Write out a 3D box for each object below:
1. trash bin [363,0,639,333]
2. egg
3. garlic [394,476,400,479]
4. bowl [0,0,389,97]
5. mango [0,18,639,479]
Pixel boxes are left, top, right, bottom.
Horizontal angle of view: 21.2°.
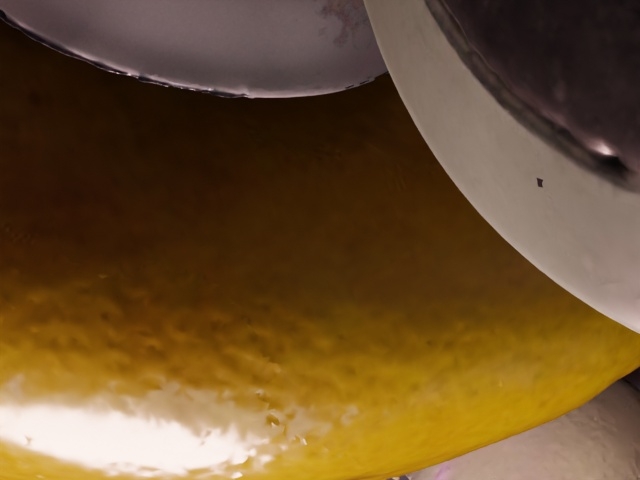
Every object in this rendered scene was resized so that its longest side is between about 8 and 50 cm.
[{"bbox_3d":[0.204,-0.078,0.455,0.280,0.280,0.432,-3,167,33],"label":"trash bin"},{"bbox_3d":[0.252,0.224,1.794,0.337,0.201,0.337,26,-178,-1],"label":"egg"},{"bbox_3d":[0.034,0.012,0.982,0.237,0.292,0.210,31,-159,9],"label":"garlic"},{"bbox_3d":[-0.042,-0.138,0.627,0.189,0.189,0.086,9,124,-12],"label":"bowl"},{"bbox_3d":[-0.046,-0.026,0.734,0.445,0.301,0.220,5,134,-4],"label":"mango"}]
